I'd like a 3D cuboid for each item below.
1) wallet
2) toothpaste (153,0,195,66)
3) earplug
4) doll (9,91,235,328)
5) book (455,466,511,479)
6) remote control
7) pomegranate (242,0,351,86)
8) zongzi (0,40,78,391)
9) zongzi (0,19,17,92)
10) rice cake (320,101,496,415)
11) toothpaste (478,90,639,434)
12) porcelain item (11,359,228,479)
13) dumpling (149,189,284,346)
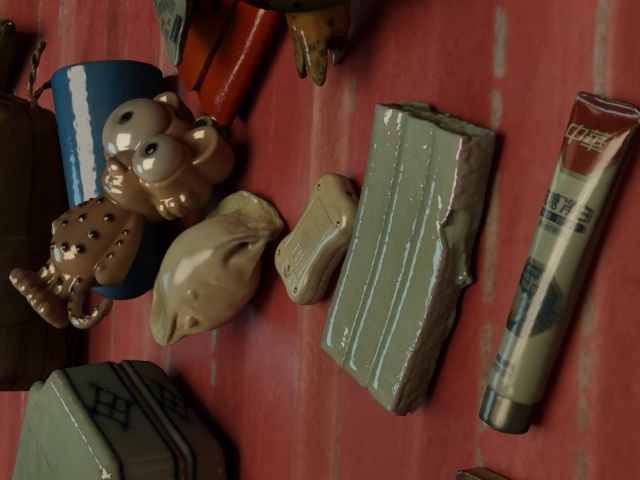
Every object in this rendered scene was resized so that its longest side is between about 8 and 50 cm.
[{"bbox_3d":[-0.088,-0.241,0.956,0.204,0.045,0.142,-60,43,31],"label":"wallet"},{"bbox_3d":[-0.159,-0.270,0.995,0.069,0.047,0.268,-44,29,14],"label":"toothpaste"},{"bbox_3d":[-0.244,-0.065,1.096,0.132,0.132,0.273,-11,83,52],"label":"earplug"},{"bbox_3d":[-0.209,-0.031,0.973,0.154,0.119,0.278,26,76,36],"label":"doll"},{"bbox_3d":[0.171,0.261,0.605,0.230,0.026,0.161,12,98,53],"label":"book"},{"bbox_3d":[0.000,0.000,0.837,0.122,0.032,0.074,-57,42,35],"label":"remote control"},{"bbox_3d":[-0.013,-0.263,0.770,0.246,0.198,0.198,74,171,-57],"label":"pomegranate"},{"bbox_3d":[-0.547,-0.039,1.375,0.466,0.218,0.500,4,94,43],"label":"zongzi"},{"bbox_3d":[-0.574,-0.249,1.545,0.289,0.123,0.260,23,111,47],"label":"zongzi"},{"bbox_3d":[0.067,0.012,0.740,0.127,0.043,0.237,33,114,50],"label":"rice cake"},{"bbox_3d":[0.160,0.019,0.624,0.062,0.039,0.239,36,114,55],"label":"toothpaste"},{"bbox_3d":[-0.228,0.298,1.024,0.286,0.157,0.282,37,119,46],"label":"porcelain item"},{"bbox_3d":[-0.120,0.021,0.946,0.169,0.099,0.134,-65,30,25],"label":"dumpling"}]
